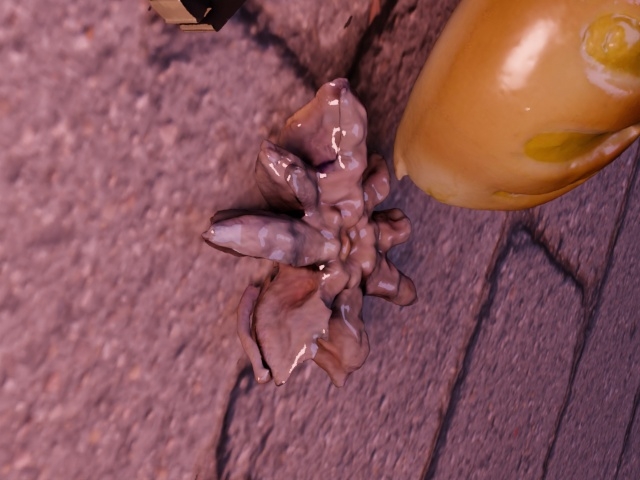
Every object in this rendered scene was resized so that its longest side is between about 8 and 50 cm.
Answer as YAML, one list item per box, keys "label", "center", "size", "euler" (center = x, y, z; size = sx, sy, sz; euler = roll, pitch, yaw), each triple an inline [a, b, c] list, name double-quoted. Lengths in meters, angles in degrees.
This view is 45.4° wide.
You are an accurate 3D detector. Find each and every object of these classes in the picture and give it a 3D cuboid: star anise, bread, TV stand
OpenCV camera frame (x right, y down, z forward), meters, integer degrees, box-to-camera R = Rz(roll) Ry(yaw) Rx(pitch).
- label: "star anise"
  center: [0.000, 0.000, 0.569]
  size: [0.229, 0.093, 0.237]
  euler: [-4, 104, -49]
- label: "bread"
  center: [0.198, -0.147, 0.606]
  size: [0.333, 0.160, 0.333]
  euler: [-50, 171, -11]
- label: "TV stand"
  center: [-0.027, -0.231, 0.524]
  size: [0.249, 0.036, 0.042]
  euler: [-56, 134, -25]
